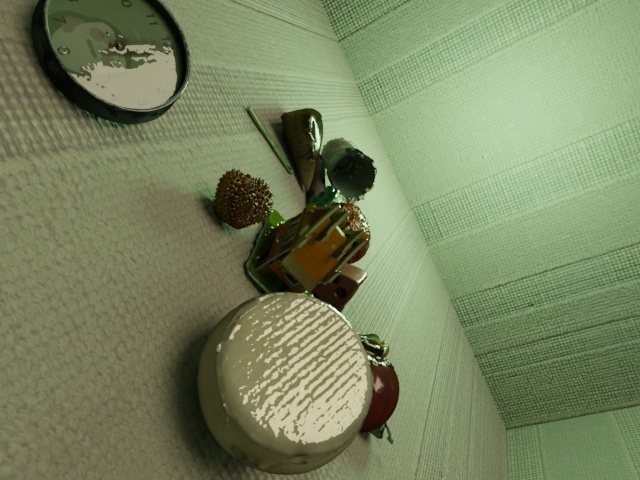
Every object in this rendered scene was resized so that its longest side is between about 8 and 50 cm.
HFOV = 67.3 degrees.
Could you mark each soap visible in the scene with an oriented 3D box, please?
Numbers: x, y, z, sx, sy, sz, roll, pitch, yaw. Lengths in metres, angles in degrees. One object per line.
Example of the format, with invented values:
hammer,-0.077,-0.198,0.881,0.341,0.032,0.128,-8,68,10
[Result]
soap,0.068,-0.162,2.011,0.198,0.066,0.119,-6,78,-66

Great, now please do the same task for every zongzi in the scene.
zongzi,-0.050,-0.365,1.894,0.274,0.145,0.301,-57,140,-69

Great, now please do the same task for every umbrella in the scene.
umbrella,-0.013,-0.206,1.867,0.067,0.073,0.338,50,30,-46

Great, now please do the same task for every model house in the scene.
model house,0.000,0.000,1.406,0.243,0.312,0.358,51,28,-22

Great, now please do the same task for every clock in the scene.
clock,-0.428,-0.412,1.024,0.318,0.066,0.320,12,73,-42

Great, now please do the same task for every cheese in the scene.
cheese,0.029,0.145,1.625,0.177,0.203,0.128,38,26,10

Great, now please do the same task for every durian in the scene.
durian,-0.202,-0.106,1.266,0.158,0.168,0.137,12,32,-17

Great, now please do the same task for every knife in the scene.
knife,-0.175,-0.355,1.717,0.293,0.019,0.043,56,25,-27

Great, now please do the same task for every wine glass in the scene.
wine glass,0.106,-0.301,1.961,0.191,0.190,0.357,58,3,-22

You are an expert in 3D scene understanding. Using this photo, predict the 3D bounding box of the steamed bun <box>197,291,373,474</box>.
steamed bun,-0.082,0.303,1.030,0.373,0.241,0.375,13,56,-20

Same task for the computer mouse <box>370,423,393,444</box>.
computer mouse,0.150,0.541,1.565,0.380,0.090,0.167,64,22,-22

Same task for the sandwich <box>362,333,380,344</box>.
sandwich,0.154,0.404,1.698,0.159,0.079,0.235,67,24,-10

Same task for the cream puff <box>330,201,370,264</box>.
cream puff,0.106,-0.033,1.807,0.240,0.163,0.240,-10,90,-82

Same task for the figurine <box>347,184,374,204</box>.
figurine,0.160,-0.206,2.060,0.081,0.146,0.098,46,-3,-18

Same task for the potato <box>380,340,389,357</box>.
potato,0.255,0.439,1.922,0.046,0.045,0.092,28,27,0

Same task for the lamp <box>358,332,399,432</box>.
lamp,0.064,0.377,1.289,0.302,0.257,0.303,29,1,-1
